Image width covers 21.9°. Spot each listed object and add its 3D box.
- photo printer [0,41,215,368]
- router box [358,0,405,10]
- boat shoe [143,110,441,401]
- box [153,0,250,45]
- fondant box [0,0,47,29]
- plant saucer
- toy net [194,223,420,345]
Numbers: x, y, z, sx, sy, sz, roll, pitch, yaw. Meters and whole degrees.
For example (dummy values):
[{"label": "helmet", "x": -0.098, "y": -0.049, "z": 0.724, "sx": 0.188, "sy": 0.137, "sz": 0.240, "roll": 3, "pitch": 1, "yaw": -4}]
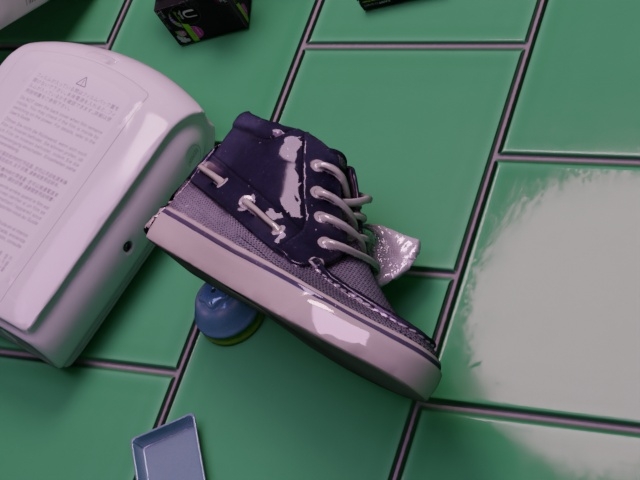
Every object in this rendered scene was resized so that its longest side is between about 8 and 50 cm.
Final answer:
[{"label": "photo printer", "x": -0.267, "y": -0.054, "z": 1.651, "sx": 0.256, "sy": 0.107, "sz": 0.307, "roll": 23, "pitch": 72, "yaw": 31}, {"label": "router box", "x": 0.083, "y": -0.298, "z": 1.677, "sx": 0.092, "sy": 0.038, "sz": 0.122, "roll": -8, "pitch": 55, "yaw": 23}, {"label": "boat shoe", "x": 0.000, "y": 0.000, "z": 1.406, "sx": 0.340, "sy": 0.127, "sz": 0.158, "roll": 29, "pitch": 82, "yaw": 38}, {"label": "box", "x": -0.123, "y": -0.251, "z": 1.742, "sx": 0.083, "sy": 0.062, "sz": 0.052, "roll": -12, "pitch": 53, "yaw": 22}, {"label": "fondant box", "x": -0.426, "y": -0.326, "z": 1.872, "sx": 0.330, "sy": 0.096, "sz": 0.238, "roll": 9, "pitch": 33, "yaw": 32}, {"label": "plant saucer", "x": -0.122, "y": 0.243, "z": 1.441, "sx": 0.067, "sy": 0.018, "sz": 0.192, "roll": -24, "pitch": 50, "yaw": 13}, {"label": "toy net", "x": -0.012, "y": 0.021, "z": 1.515, "sx": 0.232, "sy": 0.045, "sz": 0.122, "roll": -10, "pitch": 53, "yaw": 21}]
